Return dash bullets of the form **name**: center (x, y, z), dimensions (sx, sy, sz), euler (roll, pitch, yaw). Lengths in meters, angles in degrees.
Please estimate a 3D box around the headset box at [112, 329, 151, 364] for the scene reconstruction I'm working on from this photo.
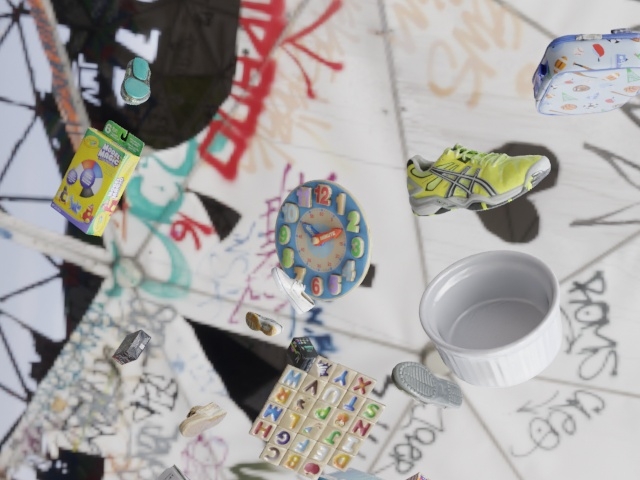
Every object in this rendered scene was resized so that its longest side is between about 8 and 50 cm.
- **headset box**: center (-0.408, 0.231, 1.905), dimensions (0.083, 0.032, 0.062), euler (-22, -149, 49)

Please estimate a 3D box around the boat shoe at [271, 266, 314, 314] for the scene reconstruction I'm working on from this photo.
- **boat shoe**: center (-0.041, 0.075, 1.398), dimensions (0.100, 0.035, 0.035), euler (56, 14, -29)

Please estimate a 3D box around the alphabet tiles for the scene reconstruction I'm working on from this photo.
- **alphabet tiles**: center (-0.009, 0.463, 2.286), dimensions (0.343, 0.285, 0.011), euler (-61, -167, 19)

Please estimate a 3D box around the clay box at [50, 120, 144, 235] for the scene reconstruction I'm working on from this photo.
- **clay box**: center (-0.470, -0.137, 1.868), dimensions (0.127, 0.053, 0.222), euler (32, -79, 27)

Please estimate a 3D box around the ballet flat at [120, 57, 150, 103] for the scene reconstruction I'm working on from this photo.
- **ballet flat**: center (-0.418, -0.342, 1.990), dimensions (0.188, 0.070, 0.070), euler (-91, -165, -54)

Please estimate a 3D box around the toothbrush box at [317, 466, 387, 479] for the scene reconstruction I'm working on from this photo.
- **toothbrush box**: center (0.151, 0.749, 2.478), dimensions (0.295, 0.216, 0.126), euler (11, -90, 29)

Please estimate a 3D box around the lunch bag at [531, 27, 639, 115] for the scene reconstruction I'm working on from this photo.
- **lunch bag**: center (0.610, -0.383, 2.034), dimensions (0.303, 0.243, 0.115), euler (73, 16, -77)

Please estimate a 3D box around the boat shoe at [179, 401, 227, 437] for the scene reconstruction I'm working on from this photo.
- **boat shoe**: center (-0.297, 0.433, 2.158), dimensions (0.059, 0.170, 0.063), euler (42, -73, 19)

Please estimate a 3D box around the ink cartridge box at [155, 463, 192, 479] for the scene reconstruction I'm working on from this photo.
- **ink cartridge box**: center (-0.271, 0.654, 1.835), dimensions (0.226, 0.306, 0.131), euler (-46, -149, -13)

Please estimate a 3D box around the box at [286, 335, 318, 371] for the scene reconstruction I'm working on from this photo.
- **box**: center (-0.050, 0.320, 2.491), dimensions (0.083, 0.052, 0.062), euler (56, -47, 39)

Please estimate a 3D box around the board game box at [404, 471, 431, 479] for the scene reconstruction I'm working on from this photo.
- **board game box**: center (0.219, 0.547, 1.750), dimensions (0.147, 0.193, 0.045), euler (-43, -163, 41)

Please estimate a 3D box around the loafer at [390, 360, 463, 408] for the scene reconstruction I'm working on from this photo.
- **loafer**: center (0.264, 0.388, 2.296), dimensions (0.087, 0.251, 0.094), euler (-24, -133, 41)

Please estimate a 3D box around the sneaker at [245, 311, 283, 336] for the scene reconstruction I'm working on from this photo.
- **sneaker**: center (-0.105, 0.157, 1.655), dimensions (0.083, 0.037, 0.032), euler (26, -71, 36)

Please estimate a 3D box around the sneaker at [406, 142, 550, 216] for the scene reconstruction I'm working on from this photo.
- **sneaker**: center (0.354, -0.156, 2.096), dimensions (0.384, 0.145, 0.147), euler (-11, -73, 39)

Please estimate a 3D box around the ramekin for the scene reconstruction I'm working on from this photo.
- **ramekin**: center (0.347, 0.160, 1.760), dimensions (0.135, 0.277, 0.277), euler (64, -1, -36)

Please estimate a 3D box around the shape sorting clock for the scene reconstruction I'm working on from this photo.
- **shape sorting clock**: center (0.000, 0.000, 1.492), dimensions (0.206, 0.040, 0.206), euler (2, -87, 38)
